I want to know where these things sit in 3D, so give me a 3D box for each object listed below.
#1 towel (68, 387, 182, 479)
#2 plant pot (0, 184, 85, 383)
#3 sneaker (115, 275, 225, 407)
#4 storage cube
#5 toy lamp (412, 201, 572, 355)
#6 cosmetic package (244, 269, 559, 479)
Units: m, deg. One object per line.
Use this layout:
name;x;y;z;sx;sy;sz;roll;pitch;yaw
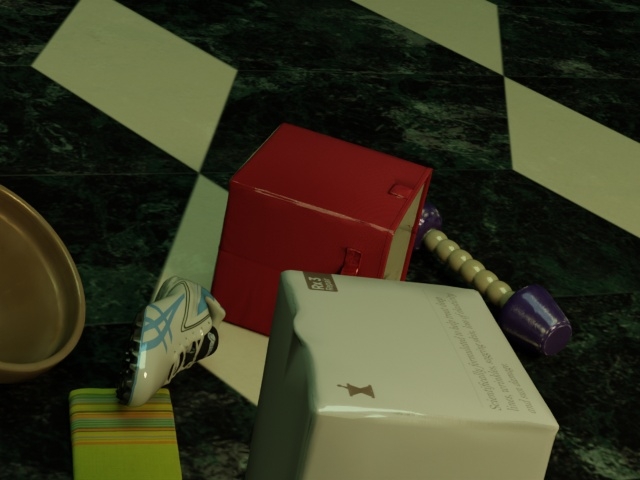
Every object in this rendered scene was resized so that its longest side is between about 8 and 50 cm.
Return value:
towel;-0.183;0.219;1.229;0.102;0.021;0.237;1;32;-13
plant pot;-0.363;0.052;1.305;0.237;0.110;0.237;35;34;-28
sneaker;-0.152;0.104;1.348;0.086;0.085;0.237;21;22;0
storage cube;0.000;0.000;1.504;0.193;0.183;0.215;18;30;11
toy lamp;0.201;0.047;1.607;0.080;0.080;0.275;-10;38;-34
cosmetic package;0.023;0.235;0.885;0.156;0.385;0.217;8;21;-10
